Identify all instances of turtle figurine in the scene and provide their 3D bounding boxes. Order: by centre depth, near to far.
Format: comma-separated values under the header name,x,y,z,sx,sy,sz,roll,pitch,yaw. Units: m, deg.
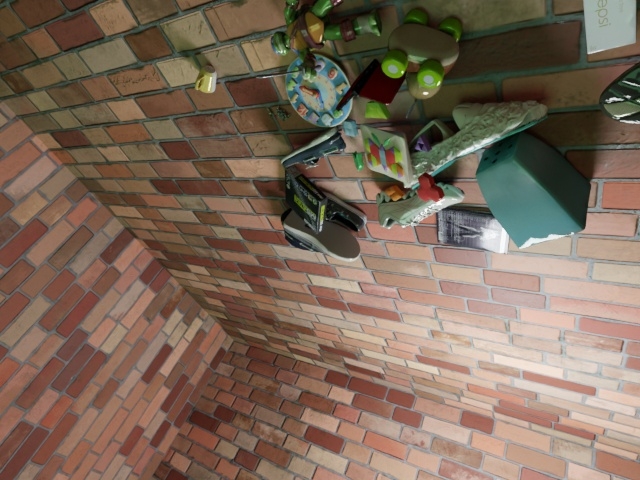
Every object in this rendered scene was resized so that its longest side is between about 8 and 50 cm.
name,x,y,z,sx,sy,sz,roll,pitch,yaw
turtle figurine,-0.020,-0.462,0.876,0.266,0.198,0.274,-13,174,25

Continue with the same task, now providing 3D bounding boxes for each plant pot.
name,x,y,z,sx,sy,sz,roll,pitch,yaw
plant pot,0.500,-0.133,0.994,0.234,0.166,0.165,41,146,-14

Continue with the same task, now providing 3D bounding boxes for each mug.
name,x,y,z,sx,sy,sz,roll,pitch,yaw
mug,-0.345,-0.491,1.243,0.062,0.078,0.064,11,145,-22

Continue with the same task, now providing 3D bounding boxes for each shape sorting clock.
name,x,y,z,sx,sy,sz,roll,pitch,yaw
shape sorting clock,-0.007,-0.403,1.114,0.206,0.040,0.206,24,145,18

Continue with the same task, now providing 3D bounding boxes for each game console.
name,x,y,z,sx,sy,sz,roll,pitch,yaw
game console,0.122,-0.360,0.986,0.085,0.144,0.124,39,147,-13

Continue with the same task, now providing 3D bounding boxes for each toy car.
name,x,y,z,sx,sy,sz,roll,pitch,yaw
toy car,0.216,-0.372,0.910,0.148,0.155,0.188,22,160,12

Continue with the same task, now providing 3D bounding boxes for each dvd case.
name,x,y,z,sx,sy,sz,roll,pitch,yaw
dvd case,0.476,-0.034,1.282,0.221,0.018,0.165,11,143,28

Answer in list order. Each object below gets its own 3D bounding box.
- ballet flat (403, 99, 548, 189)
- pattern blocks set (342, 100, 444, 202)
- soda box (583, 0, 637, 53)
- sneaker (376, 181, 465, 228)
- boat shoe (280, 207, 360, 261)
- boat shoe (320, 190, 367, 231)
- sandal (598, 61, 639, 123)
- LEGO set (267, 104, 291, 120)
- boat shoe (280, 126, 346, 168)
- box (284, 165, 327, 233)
name,x,y,z,sx,sy,sz,roll,pitch,yaw
ballet flat,0.327,-0.251,1.001,0.147,0.147,0.408,40,146,-17
pattern blocks set,0.175,-0.229,1.088,0.324,0.026,0.286,21,139,58
soda box,0.478,-0.434,0.676,0.073,0.069,0.216,0,137,38
sneaker,0.293,-0.098,1.222,0.110,0.119,0.292,18,163,-40
boat shoe,0.000,0.000,1.625,0.340,0.127,0.158,31,155,12
boat shoe,0.053,-0.098,1.467,0.228,0.076,0.080,29,147,2
sandal,0.645,-0.320,0.700,0.120,0.086,0.303,40,132,-7
LEGO set,-0.130,-0.387,1.259,0.083,0.024,0.054,-1,137,39
boat shoe,-0.025,-0.273,1.277,0.254,0.095,0.079,-20,113,40
box,-0.055,-0.144,1.456,0.191,0.045,0.184,46,152,23
